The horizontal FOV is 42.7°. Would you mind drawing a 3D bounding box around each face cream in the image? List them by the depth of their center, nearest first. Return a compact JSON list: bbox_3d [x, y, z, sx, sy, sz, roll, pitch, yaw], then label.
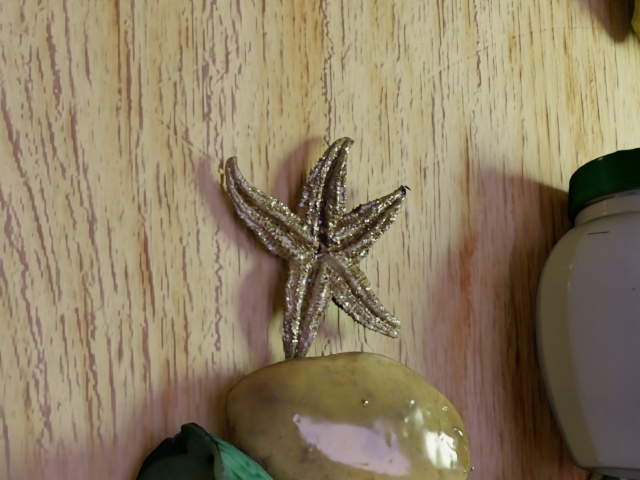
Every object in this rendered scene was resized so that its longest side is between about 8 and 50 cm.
[{"bbox_3d":[0.392,0.092,0.953,0.312,0.219,0.357,14,70,-24],"label":"face cream"}]

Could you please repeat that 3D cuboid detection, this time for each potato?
[{"bbox_3d":[0.027,0.184,0.744,0.234,0.128,0.161,-1,67,-32],"label":"potato"}]

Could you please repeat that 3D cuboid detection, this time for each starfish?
[{"bbox_3d":[-0.001,0.000,0.794,0.240,0.043,0.227,42,59,-20],"label":"starfish"}]

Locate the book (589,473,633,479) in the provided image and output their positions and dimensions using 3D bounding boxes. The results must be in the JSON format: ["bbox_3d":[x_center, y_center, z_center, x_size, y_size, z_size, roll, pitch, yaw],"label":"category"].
[{"bbox_3d":[0.519,0.315,1.127,0.371,0.043,0.260,42,63,-22],"label":"book"}]

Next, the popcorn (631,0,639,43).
[{"bbox_3d":[0.543,-0.387,1.153,0.286,0.215,0.252,-46,115,-28],"label":"popcorn"}]

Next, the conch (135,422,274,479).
[{"bbox_3d":[-0.092,0.272,0.627,0.202,0.196,0.134,-50,128,-4],"label":"conch"}]
